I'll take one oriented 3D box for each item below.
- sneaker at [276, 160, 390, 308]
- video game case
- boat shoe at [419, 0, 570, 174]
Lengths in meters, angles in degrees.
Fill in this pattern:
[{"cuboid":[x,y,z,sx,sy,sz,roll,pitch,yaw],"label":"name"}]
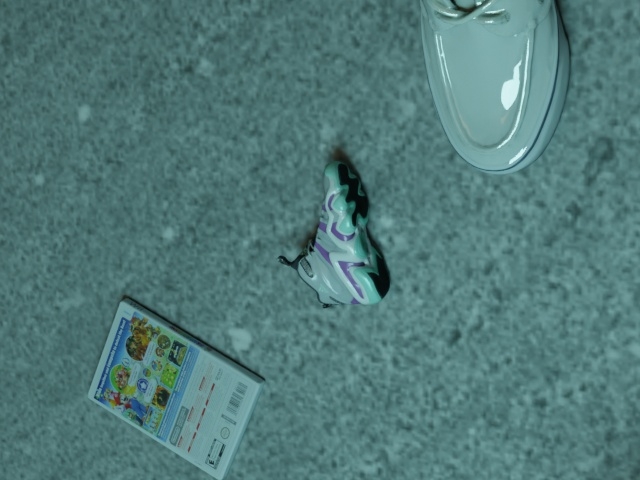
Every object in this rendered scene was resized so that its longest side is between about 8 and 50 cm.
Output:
[{"cuboid":[0.000,0.000,1.044,0.069,0.038,0.098,-12,99,27],"label":"sneaker"},{"cuboid":[-0.106,0.107,1.141,0.122,0.011,0.087,29,116,16],"label":"video game case"},{"cuboid":[0.089,-0.161,0.928,0.095,0.084,0.258,-1,104,26],"label":"boat shoe"}]
